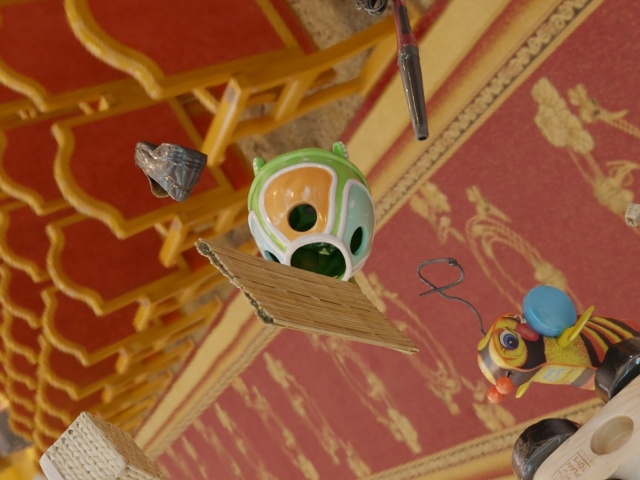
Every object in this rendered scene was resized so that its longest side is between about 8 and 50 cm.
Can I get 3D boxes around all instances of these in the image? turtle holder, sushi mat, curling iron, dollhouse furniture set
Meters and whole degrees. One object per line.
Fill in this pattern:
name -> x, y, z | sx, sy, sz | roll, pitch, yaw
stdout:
turtle holder -> -0.018, -0.005, 1.626 | 0.227, 0.243, 0.320 | -99, 17, -48
sushi mat -> -0.007, 0.073, 1.049 | 0.019, 0.316, 0.151 | -53, 54, 13
curling iron -> 0.103, -0.248, 1.159 | 0.035, 0.068, 0.274 | 60, -166, -66
dollhouse furniture set -> 0.443, -0.014, 1.078 | 0.091, 0.081, 0.114 | 19, 150, 40

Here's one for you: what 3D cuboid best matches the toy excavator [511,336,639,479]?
toy excavator -> 0.406, 0.408, 0.997 | 0.445, 0.433, 0.222 | 45, -176, -11

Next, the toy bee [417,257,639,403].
toy bee -> 0.268, 0.149, 1.125 | 0.298, 0.162, 0.195 | 4, 141, 12

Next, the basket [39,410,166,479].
basket -> -0.310, 0.340, 1.254 | 0.167, 0.103, 0.113 | 32, 171, 47

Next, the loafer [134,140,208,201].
loafer -> -0.190, -0.082, 1.033 | 0.170, 0.062, 0.061 | 13, 86, 64
